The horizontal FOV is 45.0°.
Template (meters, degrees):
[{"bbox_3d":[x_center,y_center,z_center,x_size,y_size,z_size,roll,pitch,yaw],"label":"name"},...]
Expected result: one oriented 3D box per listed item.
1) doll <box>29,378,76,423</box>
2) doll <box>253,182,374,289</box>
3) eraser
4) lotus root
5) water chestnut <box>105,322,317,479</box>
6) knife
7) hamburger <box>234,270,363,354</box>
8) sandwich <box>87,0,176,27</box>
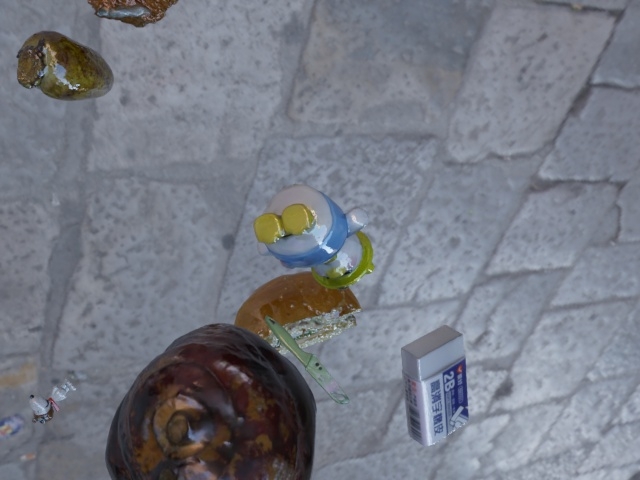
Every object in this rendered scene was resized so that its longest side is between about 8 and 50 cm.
[{"bbox_3d":[-0.472,0.283,1.362,0.085,0.040,0.058,-25,114,-32],"label":"doll"},{"bbox_3d":[0.001,0.001,0.997,0.135,0.099,0.241,-45,146,3],"label":"doll"},{"bbox_3d":[0.224,0.284,1.512,0.124,0.068,0.210,-22,119,-27],"label":"eraser"},{"bbox_3d":[-0.371,-0.259,1.174,0.094,0.108,0.190,-39,169,21],"label":"lotus root"},{"bbox_3d":[-0.120,0.248,0.947,0.244,0.289,0.289,-15,137,-34],"label":"water chestnut"},{"bbox_3d":[-0.024,0.195,1.285,0.030,0.207,0.014,-34,155,-23],"label":"knife"},{"bbox_3d":[-0.063,0.149,1.657,0.282,0.157,0.144,-16,161,-16],"label":"hamburger"},{"bbox_3d":[-0.249,-0.393,1.172,0.184,0.109,0.160,-6,130,-33],"label":"sandwich"}]
